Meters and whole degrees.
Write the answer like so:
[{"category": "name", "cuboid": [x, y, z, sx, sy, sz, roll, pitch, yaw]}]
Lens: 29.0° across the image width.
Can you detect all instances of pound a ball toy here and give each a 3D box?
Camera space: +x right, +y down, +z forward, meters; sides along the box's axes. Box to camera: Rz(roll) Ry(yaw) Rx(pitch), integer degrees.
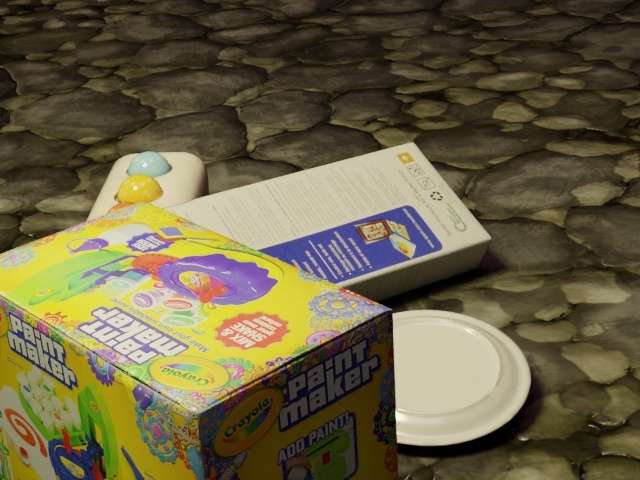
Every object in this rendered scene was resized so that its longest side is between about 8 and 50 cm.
[{"category": "pound a ball toy", "cuboid": [-0.251, -0.003, 1.456, 0.208, 0.135, 0.319, -2, 25, 3]}]

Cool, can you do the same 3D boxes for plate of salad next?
[{"category": "plate of salad", "cuboid": [0.105, 0.138, 1.215, 0.200, 0.048, 0.200, -2, 36, 2]}]

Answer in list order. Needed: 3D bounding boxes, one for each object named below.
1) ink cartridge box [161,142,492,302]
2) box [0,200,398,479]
[{"category": "ink cartridge box", "cuboid": [0.000, 0.000, 1.416, 0.371, 0.069, 0.176, -15, 54, -30]}, {"category": "box", "cuboid": [-0.103, 0.157, 0.929, 0.177, 0.279, 0.290, -24, 33, -37]}]
